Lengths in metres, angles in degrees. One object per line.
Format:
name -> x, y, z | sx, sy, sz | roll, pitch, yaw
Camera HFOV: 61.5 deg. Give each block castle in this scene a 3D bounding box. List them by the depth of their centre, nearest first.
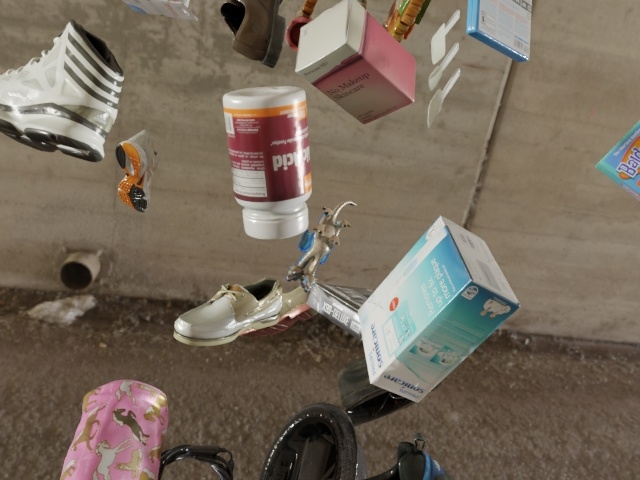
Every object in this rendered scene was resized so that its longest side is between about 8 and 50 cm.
block castle -> 0.125, -0.639, 1.295 | 0.302, 0.453, 0.213 | 18, 34, -13

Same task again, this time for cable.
cable -> -0.265, 0.495, 1.091 | 0.184, 0.151, 0.047 | -3, -16, 5

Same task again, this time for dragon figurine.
dragon figurine -> 0.000, 0.000, 1.332 | 0.085, 0.144, 0.289 | 32, 40, -7

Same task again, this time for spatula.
spatula -> 0.241, -0.343, 1.028 | 0.019, 0.168, 0.242 | 8, 40, 25

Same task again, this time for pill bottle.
pill bottle -> -0.139, -0.216, 1.502 | 0.223, 0.393, 0.224 | -3, 23, 1

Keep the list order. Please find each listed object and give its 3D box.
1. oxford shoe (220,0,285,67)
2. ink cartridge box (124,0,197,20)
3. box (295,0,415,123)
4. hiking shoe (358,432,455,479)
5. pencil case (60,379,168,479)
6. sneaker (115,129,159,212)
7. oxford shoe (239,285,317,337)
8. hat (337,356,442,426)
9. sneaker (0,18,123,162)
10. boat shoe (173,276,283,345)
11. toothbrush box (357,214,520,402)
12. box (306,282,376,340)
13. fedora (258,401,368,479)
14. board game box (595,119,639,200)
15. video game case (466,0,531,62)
oxford shoe -> -0.110, -0.387, 0.871 | 0.096, 0.083, 0.227 | 10, 55, -21
ink cartridge box -> -0.403, -0.614, 1.356 | 0.180, 0.060, 0.104 | 12, 0, 9
box -> 0.080, -0.378, 1.160 | 0.148, 0.127, 0.232 | -16, -31, 42
hiking shoe -> 0.046, 0.380, 0.693 | 0.132, 0.304, 0.113 | 50, 1, -4
pencil case -> -0.366, 0.435, 0.949 | 0.160, 0.167, 0.386 | -21, 41, 9
sneaker -> -0.495, -0.191, 1.509 | 0.099, 0.262, 0.121 | 27, 48, 5
oxford shoe -> -0.163, 0.271, 2.047 | 0.348, 0.130, 0.123 | -24, -24, 15
hat -> 0.136, 0.373, 1.391 | 0.331, 0.331, 0.134 | -2, 57, -32
sneaker -> -0.580, -0.332, 1.156 | 0.447, 0.258, 0.169 | 16, -10, 27
boat shoe -> -0.193, 0.145, 1.168 | 0.113, 0.103, 0.302 | 21, 16, 27
toothbrush box -> 0.215, 0.135, 1.064 | 0.126, 0.296, 0.216 | 26, 29, -20
box -> 0.148, 0.220, 1.648 | 0.307, 0.077, 0.242 | 11, 13, -45
fedora -> 0.003, 0.531, 1.158 | 0.152, 0.334, 0.334 | 34, 6, -31
board game box -> 0.711, -0.149, 1.107 | 0.210, 0.160, 0.047 | 44, 8, 18
video game case -> 0.201, -0.295, 0.592 | 0.119, 0.167, 0.015 | 2, 1, -43
